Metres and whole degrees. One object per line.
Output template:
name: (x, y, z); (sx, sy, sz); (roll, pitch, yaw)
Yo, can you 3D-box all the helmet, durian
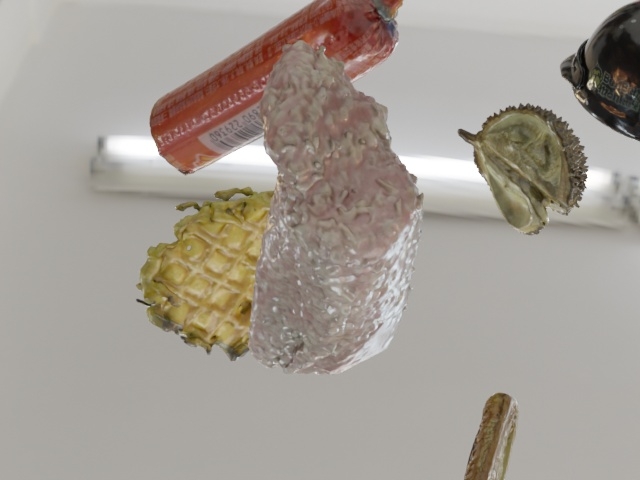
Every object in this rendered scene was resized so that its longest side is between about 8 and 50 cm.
helmet: (0.451, -0.235, 1.705); (0.230, 0.160, 0.279); (-17, -135, -32)
durian: (0.185, -0.068, 1.168); (0.071, 0.110, 0.140); (-2, -151, -47)

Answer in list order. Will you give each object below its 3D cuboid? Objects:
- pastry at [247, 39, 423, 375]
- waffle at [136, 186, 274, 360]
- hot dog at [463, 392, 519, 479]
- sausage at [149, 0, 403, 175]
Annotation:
pastry: (0.010, 0.005, 0.854); (0.112, 0.265, 0.103); (32, -122, 25)
waffle: (-0.104, 0.052, 1.749); (0.280, 0.262, 0.060); (-20, -145, -22)
hot dog: (0.207, 0.274, 1.645); (0.047, 0.066, 0.216); (-16, -152, 29)
sausage: (-0.032, -0.132, 1.052); (0.274, 0.074, 0.074); (-25, -176, 44)
